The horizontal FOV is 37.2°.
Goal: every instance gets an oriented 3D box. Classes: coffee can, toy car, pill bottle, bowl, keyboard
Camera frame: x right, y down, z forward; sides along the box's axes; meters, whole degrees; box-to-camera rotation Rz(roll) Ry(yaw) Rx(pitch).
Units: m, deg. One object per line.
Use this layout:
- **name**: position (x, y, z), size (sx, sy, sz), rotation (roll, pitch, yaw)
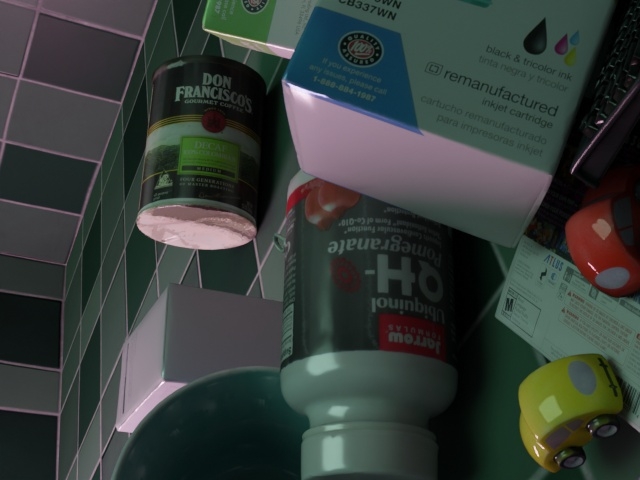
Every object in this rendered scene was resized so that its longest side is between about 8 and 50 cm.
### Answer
- **coffee can**: position (-0.199, -0.146, 1.626), size (0.201, 0.201, 0.275), rotation (144, 132, -58)
- **toy car**: position (0.212, 0.072, 0.627), size (0.225, 0.053, 0.239), rotation (-148, 71, -67)
- **pill bottle**: position (0.049, 0.085, 0.960), size (0.176, 0.176, 0.318), rotation (140, 136, -56)
- **bowl**: position (-0.069, 0.312, 1.032), size (0.163, 0.311, 0.311), rotation (101, 167, -55)
- **keyboard**: position (0.230, -0.169, 0.676), size (0.201, 0.033, 0.317), rotation (100, -164, -59)

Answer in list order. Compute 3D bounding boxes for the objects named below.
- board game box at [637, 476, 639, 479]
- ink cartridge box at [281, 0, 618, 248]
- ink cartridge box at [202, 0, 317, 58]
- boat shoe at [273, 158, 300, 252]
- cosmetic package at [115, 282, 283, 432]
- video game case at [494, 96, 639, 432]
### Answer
- **board game box**: position (0.280, 0.167, 0.549), size (0.208, 0.056, 0.347), rotation (-113, 40, -60)
- **ink cartridge box**: position (0.117, -0.170, 0.745), size (0.197, 0.198, 0.270), rotation (78, -147, -75)
- **ink cartridge box**: position (0.084, -0.260, 0.946), size (0.119, 0.353, 0.207), rotation (-19, -56, -81)
- **boat shoe**: position (0.002, -0.001, 1.204), size (0.113, 0.105, 0.306), rotation (153, 125, -62)
- **cosmetic package**: position (-0.135, 0.174, 1.284), size (0.225, 0.224, 0.138), rotation (136, 139, -53)
- **video game case**: position (0.235, 0.011, 0.730), size (0.232, 0.042, 0.210), rotation (-137, 61, -64)
